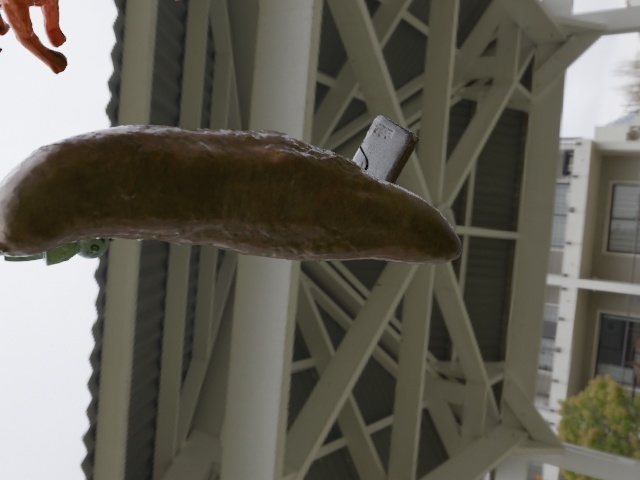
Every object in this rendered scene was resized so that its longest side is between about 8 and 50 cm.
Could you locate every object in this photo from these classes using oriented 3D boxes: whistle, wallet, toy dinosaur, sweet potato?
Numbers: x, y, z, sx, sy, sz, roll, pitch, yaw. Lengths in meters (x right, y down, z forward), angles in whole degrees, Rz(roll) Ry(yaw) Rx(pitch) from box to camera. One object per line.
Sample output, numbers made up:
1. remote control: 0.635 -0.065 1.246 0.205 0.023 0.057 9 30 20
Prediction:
1. whistle: -0.247 0.005 0.579 0.100 0.035 0.035 -10 -75 -31
2. wallet: 0.111 -0.145 1.302 0.031 0.122 0.232 1 -59 -53
3. toy dinosaur: -0.198 -0.163 0.404 0.101 0.280 0.055 79 -151 -52
4. sweet potato: -0.050 -0.030 0.449 0.342 0.114 0.092 4 -46 -26
